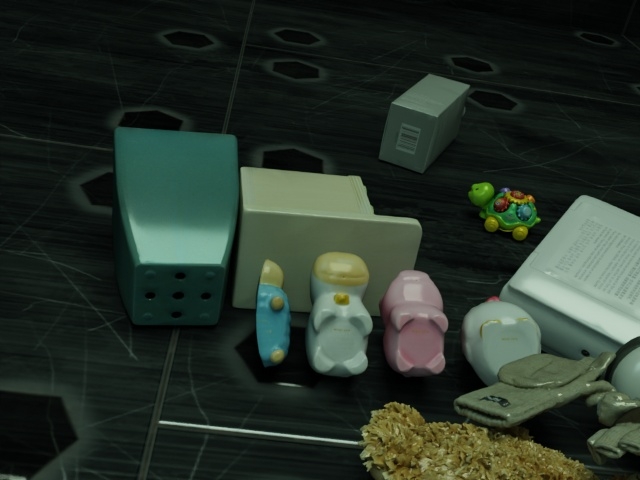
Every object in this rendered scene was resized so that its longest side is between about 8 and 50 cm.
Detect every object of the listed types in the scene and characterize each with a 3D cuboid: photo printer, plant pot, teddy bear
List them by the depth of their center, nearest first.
[{"bbox_3d":[0.195,0.231,0.699,0.337,0.113,0.245,20,-4,26],"label":"teddy bear"},{"bbox_3d":[-0.190,-0.010,0.974,0.165,0.166,0.234,2,40,-14],"label":"plant pot"},{"bbox_3d":[0.432,0.087,1.011,0.307,0.107,0.256,28,52,27],"label":"photo printer"}]

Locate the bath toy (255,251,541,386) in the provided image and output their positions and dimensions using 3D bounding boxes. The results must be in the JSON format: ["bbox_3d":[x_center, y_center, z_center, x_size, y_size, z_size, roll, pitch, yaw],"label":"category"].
[{"bbox_3d":[0.093,0.100,0.921,0.348,0.152,0.129,8,-4,-6],"label":"bath toy"}]

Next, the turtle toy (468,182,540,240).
[{"bbox_3d":[0.317,-0.058,1.295,0.130,0.066,0.095,19,32,13],"label":"turtle toy"}]

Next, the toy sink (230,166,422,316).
[{"bbox_3d":[0.000,0.000,1.020,0.234,0.153,0.131,4,31,-10],"label":"toy sink"}]

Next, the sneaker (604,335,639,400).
[{"bbox_3d":[0.502,0.226,0.719,0.447,0.169,0.257,24,9,18],"label":"sneaker"}]

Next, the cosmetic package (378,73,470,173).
[{"bbox_3d":[0.213,-0.240,1.504,0.107,0.127,0.238,19,30,15],"label":"cosmetic package"}]

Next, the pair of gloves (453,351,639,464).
[{"bbox_3d":[0.283,0.163,0.744,0.240,0.042,0.204,3,15,44],"label":"pair of gloves"}]
